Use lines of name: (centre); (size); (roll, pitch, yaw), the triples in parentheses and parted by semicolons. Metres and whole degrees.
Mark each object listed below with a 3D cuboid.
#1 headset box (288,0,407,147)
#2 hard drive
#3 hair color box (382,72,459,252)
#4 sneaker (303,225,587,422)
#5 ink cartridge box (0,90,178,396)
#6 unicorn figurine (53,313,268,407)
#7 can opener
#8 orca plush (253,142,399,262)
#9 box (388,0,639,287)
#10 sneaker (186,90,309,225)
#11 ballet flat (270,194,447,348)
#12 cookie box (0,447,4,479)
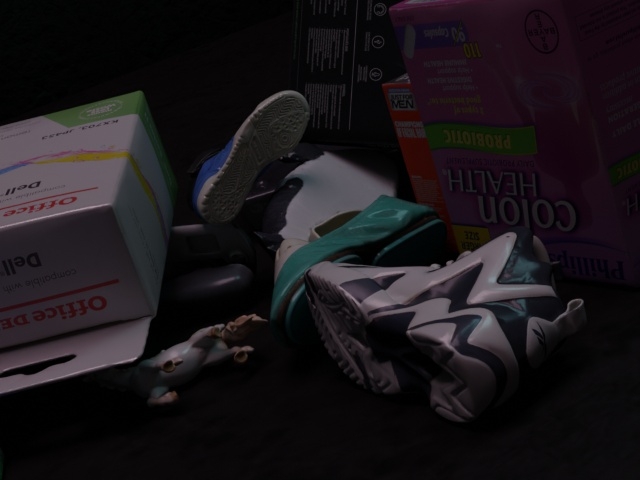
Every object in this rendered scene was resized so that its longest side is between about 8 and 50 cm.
headset box: (0.117, -0.216, 1.451); (0.283, 0.246, 0.131); (3, 3, 7)
hard drive: (0.024, -0.083, 1.607); (0.254, 0.054, 0.172); (-19, 16, -4)
hair color box: (0.128, -0.083, 1.291); (0.093, 0.167, 0.053); (-28, 19, -29)
sneaker: (0.100, 0.046, 1.033); (0.153, 0.094, 0.235); (-25, 17, -25)
ink cartridge box: (-0.252, -0.003, 1.252); (0.207, 0.119, 0.353); (-14, 25, 5)
unicorn figurine: (-0.129, 0.104, 1.173); (0.162, 0.060, 0.111); (-10, 2, -25)
can opener: (-0.199, 0.036, 1.375); (0.283, 0.076, 0.095); (-6, 32, 17)
orca plush: (0.000, 0.000, 1.372); (0.151, 0.102, 0.287); (26, 30, -6)
box: (0.192, -0.102, 1.145); (0.117, 0.243, 0.213); (-28, 19, -29)
sneaker: (-0.076, -0.085, 1.350); (0.152, 0.058, 0.084); (-56, 24, -4)
ballet flat: (0.012, 0.023, 1.209); (0.087, 0.083, 0.247); (22, 32, 30)
cookie box: (-0.298, 0.190, 1.086); (0.092, 0.040, 0.107); (-22, 17, -4)
